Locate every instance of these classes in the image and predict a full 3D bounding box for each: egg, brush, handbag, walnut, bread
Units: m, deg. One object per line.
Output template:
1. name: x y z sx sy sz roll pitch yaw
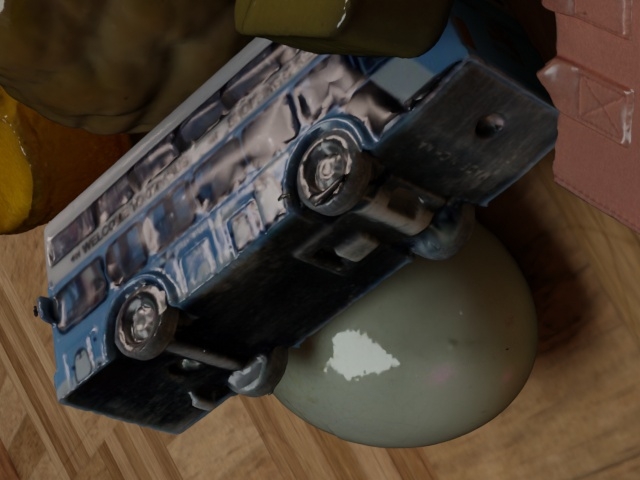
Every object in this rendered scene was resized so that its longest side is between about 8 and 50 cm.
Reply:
1. egg: 0.040 0.045 0.906 0.209 0.151 0.151 14 126 59
2. brush: 0.032 -0.175 0.687 0.123 0.059 0.197 19 90 63
3. handbag: 0.152 -0.096 0.636 0.157 0.059 0.212 36 143 47
4. walnut: -0.138 -0.201 0.902 0.296 0.285 0.285 37 151 9
5. bread: -0.262 -0.110 1.414 0.195 0.142 0.269 58 154 -1

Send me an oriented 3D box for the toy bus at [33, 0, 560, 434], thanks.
1. toy bus: -0.019 -0.023 0.808 0.297 0.106 0.131 -37 51 28
